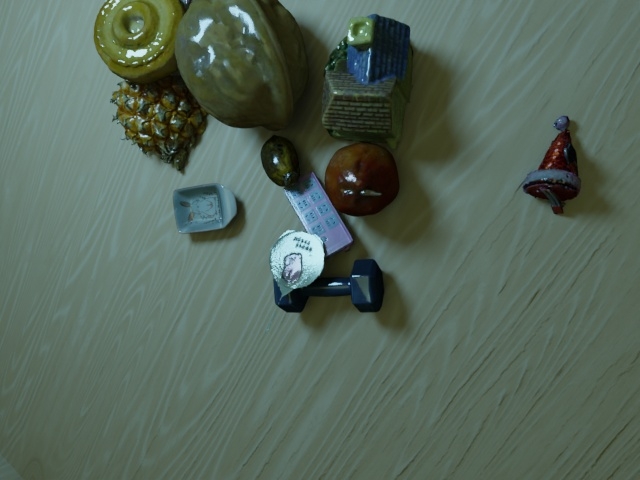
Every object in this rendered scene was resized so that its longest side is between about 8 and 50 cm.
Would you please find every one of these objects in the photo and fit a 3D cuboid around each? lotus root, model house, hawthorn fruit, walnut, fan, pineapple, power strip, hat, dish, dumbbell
[{"bbox_3d":[-0.124,-0.244,1.239,0.120,0.120,0.210,-37,53,19],"label":"lotus root"},{"bbox_3d":[0.101,-0.422,1.077,0.261,0.266,0.322,8,97,15],"label":"model house"},{"bbox_3d":[0.112,-0.156,1.090,0.210,0.262,0.211,0,106,1],"label":"hawthorn fruit"},{"bbox_3d":[-0.215,-0.499,1.149,0.383,0.383,0.384,2,95,20],"label":"walnut"},{"bbox_3d":[-0.096,0.117,1.174,0.182,0.010,0.310,16,80,25],"label":"fan"},{"bbox_3d":[-0.538,-0.374,1.340,0.344,0.209,0.286,-12,90,19],"label":"pineapple"},{"bbox_3d":[-0.008,-0.075,1.226,0.109,0.037,0.279,-30,73,1],"label":"power strip"},{"bbox_3d":[0.589,-0.196,1.013,0.140,0.129,0.228,19,82,-23],"label":"hat"},{"bbox_3d":[-0.378,-0.108,1.381,0.234,0.064,0.154,-5,93,21],"label":"dish"},{"bbox_3d":[0.025,0.136,1.213,0.316,0.156,0.144,-4,123,21],"label":"dumbbell"}]

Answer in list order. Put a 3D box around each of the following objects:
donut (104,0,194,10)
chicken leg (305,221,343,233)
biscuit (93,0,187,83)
[{"bbox_3d":[-0.526,-0.757,1.338,0.382,0.142,0.383,2,95,20],"label":"donut"},{"bbox_3d":[0.000,0.000,1.255,0.178,0.070,0.093,-32,66,8],"label":"chicken leg"},{"bbox_3d":[-0.522,-0.610,1.198,0.296,0.102,0.297,-1,85,7],"label":"biscuit"}]
